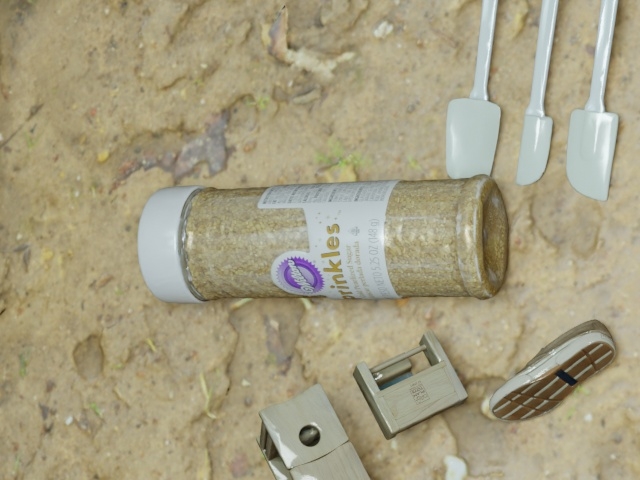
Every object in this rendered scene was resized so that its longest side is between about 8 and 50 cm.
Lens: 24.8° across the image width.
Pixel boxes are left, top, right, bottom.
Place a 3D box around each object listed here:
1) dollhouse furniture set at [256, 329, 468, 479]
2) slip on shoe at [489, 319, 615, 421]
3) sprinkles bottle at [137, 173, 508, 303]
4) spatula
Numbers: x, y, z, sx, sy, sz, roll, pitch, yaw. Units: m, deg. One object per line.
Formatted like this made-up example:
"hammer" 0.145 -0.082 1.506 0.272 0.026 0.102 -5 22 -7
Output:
"dollhouse furniture set" 0.049 0.197 1.409 0.184 0.129 0.129 -24 74 -12
"slip on shoe" 0.216 0.122 1.373 0.135 0.051 0.041 -40 31 22
"sprinkles bottle" 0.000 0.000 1.432 0.355 0.121 0.121 -2 84 23
"spatula" 0.208 -0.167 1.396 0.168 0.019 0.242 10 101 27
